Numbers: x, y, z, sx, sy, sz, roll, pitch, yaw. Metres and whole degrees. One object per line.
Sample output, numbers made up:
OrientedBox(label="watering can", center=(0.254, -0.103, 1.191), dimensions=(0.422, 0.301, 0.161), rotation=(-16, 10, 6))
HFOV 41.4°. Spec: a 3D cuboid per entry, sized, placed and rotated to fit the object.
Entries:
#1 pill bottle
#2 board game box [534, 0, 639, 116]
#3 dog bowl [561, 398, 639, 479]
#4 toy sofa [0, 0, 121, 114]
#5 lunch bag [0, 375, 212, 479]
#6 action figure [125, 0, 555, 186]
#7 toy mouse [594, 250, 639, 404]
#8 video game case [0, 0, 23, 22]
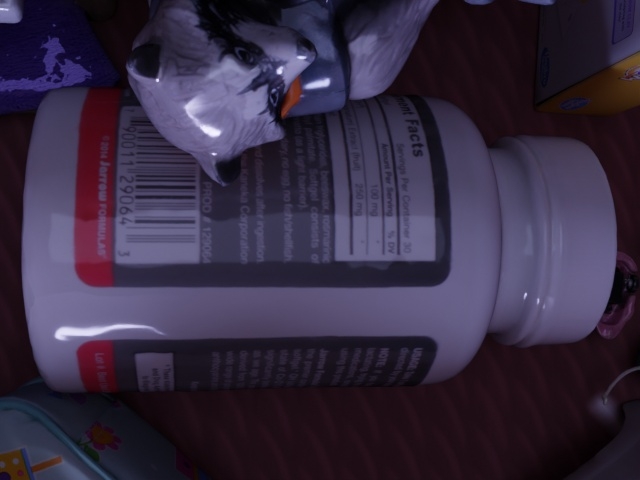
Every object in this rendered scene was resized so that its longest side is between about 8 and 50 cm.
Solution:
OrientedBox(label="pill bottle", center=(0.000, 0.000, 0.508), dimensions=(0.318, 0.176, 0.177), rotation=(0, 87, -9))
OrientedBox(label="board game box", center=(0.219, -0.218, 0.481), dimensions=(0.064, 0.316, 0.243), rotation=(4, 87, -9))
OrientedBox(label="dog bowl", center=(0.261, 0.287, 0.575), dimensions=(0.348, 0.102, 0.349), rotation=(0, 87, -8))
OrientedBox(label="toy sofa", center=(-0.304, -0.135, 0.480), dimensions=(0.362, 0.150, 0.177), rotation=(-15, 89, -9))
OrientedBox(label="lunch bag", center=(-0.148, 0.230, 0.504), dimensions=(0.279, 0.108, 0.224), rotation=(42, 94, -3))
OrientedBox(label="action figure", center=(0.049, -0.140, 0.416), dimensions=(0.341, 0.179, 0.330), rotation=(27, 56, 31))
OrientedBox(label="toy mouse", center=(0.234, 0.056, 0.615), dimensions=(0.161, 0.031, 0.143), rotation=(31, 83, -6))
OrientedBox(label="video game case", center=(-0.243, -0.199, 0.407), dimensions=(0.201, 0.023, 0.184), rotation=(1, 83, -8))
